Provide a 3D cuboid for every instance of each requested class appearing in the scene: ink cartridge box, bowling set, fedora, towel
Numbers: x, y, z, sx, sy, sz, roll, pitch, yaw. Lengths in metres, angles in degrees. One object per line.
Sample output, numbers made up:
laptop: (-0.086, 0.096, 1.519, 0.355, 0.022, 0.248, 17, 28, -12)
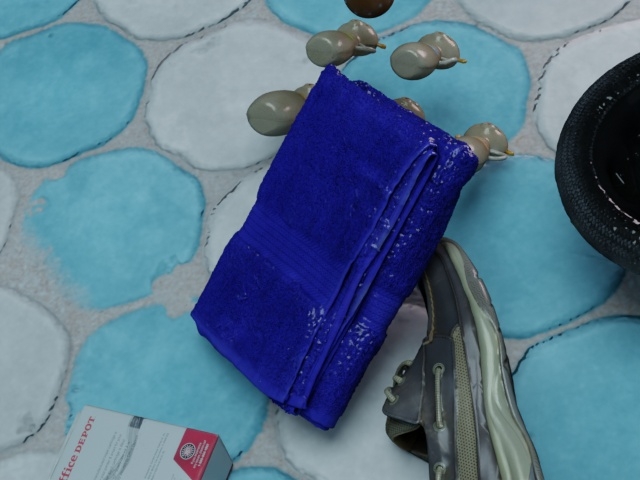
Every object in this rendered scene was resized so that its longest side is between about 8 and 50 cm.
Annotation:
ink cartridge box: (-0.177, 0.232, 1.498, 0.150, 0.063, 0.109, 10, 59, 21)
bowling set: (0.078, -0.188, 1.635, 0.287, 0.200, 0.154, 16, 18, 18)
fedora: (0.398, -0.052, 1.495, 0.334, 0.152, 0.334, -7, 54, 10)
towel: (0.000, 0.000, 1.510, 0.227, 0.076, 0.308, 35, 100, 40)

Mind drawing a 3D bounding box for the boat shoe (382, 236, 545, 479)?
boat shoe: (0.118, 0.150, 1.440, 0.130, 0.132, 0.355, -15, 52, 3)
